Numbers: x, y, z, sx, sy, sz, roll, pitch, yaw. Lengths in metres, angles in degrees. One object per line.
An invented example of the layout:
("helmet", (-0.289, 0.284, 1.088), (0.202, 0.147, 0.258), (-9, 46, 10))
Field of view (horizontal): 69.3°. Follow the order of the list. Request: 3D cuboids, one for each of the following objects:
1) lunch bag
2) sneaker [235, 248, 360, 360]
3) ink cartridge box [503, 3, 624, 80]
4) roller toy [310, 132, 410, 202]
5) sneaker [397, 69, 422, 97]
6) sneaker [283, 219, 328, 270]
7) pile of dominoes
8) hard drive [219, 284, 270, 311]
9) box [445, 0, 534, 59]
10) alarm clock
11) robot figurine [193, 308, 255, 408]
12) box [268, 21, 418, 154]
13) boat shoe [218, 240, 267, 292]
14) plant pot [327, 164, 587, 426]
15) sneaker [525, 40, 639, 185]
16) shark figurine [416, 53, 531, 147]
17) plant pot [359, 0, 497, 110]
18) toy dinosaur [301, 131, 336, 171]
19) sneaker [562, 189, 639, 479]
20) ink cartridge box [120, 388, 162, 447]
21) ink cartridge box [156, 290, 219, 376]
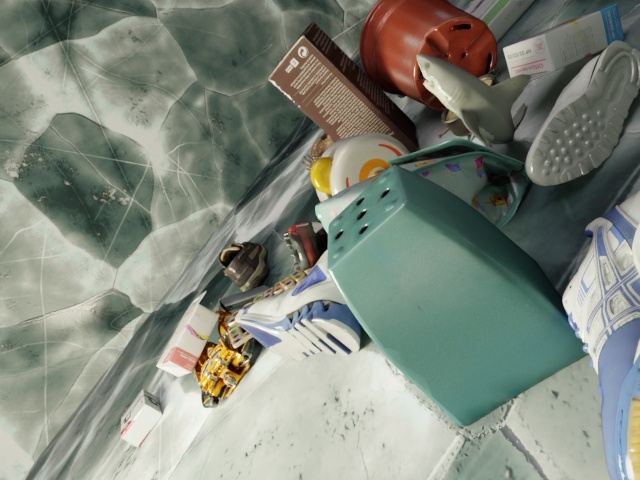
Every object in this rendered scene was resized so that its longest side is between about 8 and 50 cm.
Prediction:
("lunch bag", (0.158, -0.059, 0.729), (0.262, 0.160, 0.223), (-27, 9, -21))
("sneaker", (-0.010, 0.119, 0.881), (0.315, 0.127, 0.182), (-16, 34, 49))
("ink cartridge box", (0.386, -0.320, 0.771), (0.181, 0.061, 0.104), (-26, 16, -10))
("roller toy", (0.095, -0.129, 0.971), (0.191, 0.209, 0.146), (-46, 19, -8))
("sneaker", (0.282, -0.508, 1.476), (0.067, 0.078, 0.188), (7, 38, 34))
("sneaker", (0.000, -0.001, 1.025), (0.135, 0.098, 0.276), (-14, 5, 8))
("pile of dominoes", (-0.118, 0.132, 1.084), (0.251, 0.040, 0.196), (-34, 17, -12))
("hard drive", (-0.203, 0.157, 1.267), (0.135, 0.022, 0.094), (-17, 8, -20))
("box", (0.441, -0.604, 1.320), (0.232, 0.058, 0.322), (-48, 17, 7))
("alarm clock", (0.327, -0.289, 0.957), (0.192, 0.064, 0.129), (-58, 20, -17))
("robot figurine", (-0.247, 0.280, 1.140), (0.211, 0.085, 0.291), (-56, 18, -2))
("box", (0.068, -0.346, 1.164), (0.143, 0.381, 0.191), (-43, 19, 29))
("boat shoe", (-0.262, 0.055, 1.543), (0.132, 0.130, 0.355), (-50, 18, 0))
("plant pot", (0.126, 0.042, 0.507), (0.165, 0.234, 0.166), (-42, 19, 22))
("sneaker", (0.355, -0.163, 0.644), (0.235, 0.090, 0.095), (-50, 5, -11))
("shark figurine", (0.286, -0.211, 0.733), (0.116, 0.278, 0.166), (-46, 51, 26))
("plant pot", (0.264, -0.449, 1.108), (0.272, 0.272, 0.265), (-45, 34, 14))
("toy dinosaur", (0.010, -0.308, 1.651), (0.200, 0.127, 0.295), (-57, 13, 1))
("sneaker", (0.263, 0.076, 0.372), (0.296, 0.112, 0.131), (-56, 5, -32))
("ink cartridge box", (-0.533, 0.522, 1.371), (0.109, 0.063, 0.150), (-55, 19, -14))
("ink cartridge box", (-0.325, 0.235, 1.172), (0.115, 0.067, 0.198), (-30, 32, 52))
